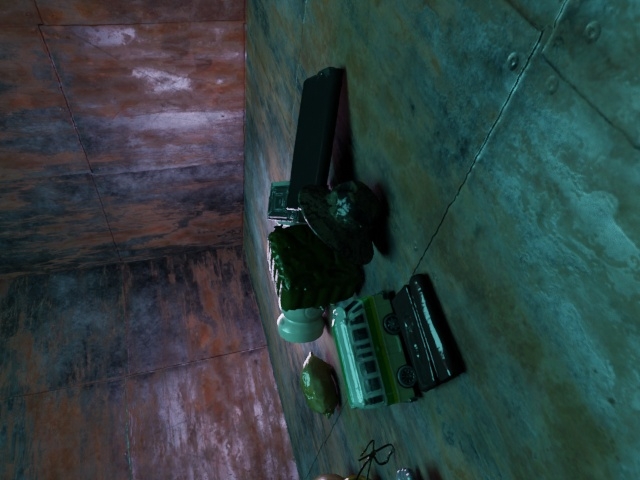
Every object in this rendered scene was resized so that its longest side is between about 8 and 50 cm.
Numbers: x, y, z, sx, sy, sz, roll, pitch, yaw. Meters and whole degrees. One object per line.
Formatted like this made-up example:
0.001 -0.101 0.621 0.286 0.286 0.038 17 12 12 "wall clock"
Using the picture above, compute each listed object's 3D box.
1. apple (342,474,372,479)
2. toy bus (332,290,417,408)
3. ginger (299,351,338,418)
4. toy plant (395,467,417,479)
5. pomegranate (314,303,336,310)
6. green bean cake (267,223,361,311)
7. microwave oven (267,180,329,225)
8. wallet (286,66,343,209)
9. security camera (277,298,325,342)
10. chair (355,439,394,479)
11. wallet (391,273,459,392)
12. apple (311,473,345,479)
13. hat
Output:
0.121 0.830 1.423 0.182 0.183 0.155 -156 67 -71 "apple"
0.125 0.278 1.148 0.133 0.165 0.275 125 133 -65 "toy bus"
-0.006 0.574 1.797 0.138 0.152 0.267 -16 76 44 "ginger"
0.226 0.666 1.079 0.243 0.113 0.232 89 171 -62 "toy plant"
-0.011 0.174 1.602 0.131 0.152 0.191 -60 21 -5 "pomegranate"
-0.025 0.072 1.397 0.156 0.250 0.246 101 156 -51 "green bean cake"
-0.083 -0.128 1.579 0.208 0.123 0.162 7 91 55 "microwave oven"
-0.024 -0.288 1.356 0.228 0.062 0.405 -168 85 -67 "wallet"
-0.076 0.257 1.783 0.194 0.195 0.236 -134 41 -64 "security camera"
0.135 0.713 1.185 0.170 0.160 0.325 22 79 48 "chair"
0.220 0.204 0.999 0.182 0.049 0.229 106 153 -60 "wallet"
0.040 1.001 1.679 0.234 0.257 0.256 -65 -22 -60 "apple"
0.078 -0.076 1.153 0.128 0.266 0.265 -43 50 32 "hat"
